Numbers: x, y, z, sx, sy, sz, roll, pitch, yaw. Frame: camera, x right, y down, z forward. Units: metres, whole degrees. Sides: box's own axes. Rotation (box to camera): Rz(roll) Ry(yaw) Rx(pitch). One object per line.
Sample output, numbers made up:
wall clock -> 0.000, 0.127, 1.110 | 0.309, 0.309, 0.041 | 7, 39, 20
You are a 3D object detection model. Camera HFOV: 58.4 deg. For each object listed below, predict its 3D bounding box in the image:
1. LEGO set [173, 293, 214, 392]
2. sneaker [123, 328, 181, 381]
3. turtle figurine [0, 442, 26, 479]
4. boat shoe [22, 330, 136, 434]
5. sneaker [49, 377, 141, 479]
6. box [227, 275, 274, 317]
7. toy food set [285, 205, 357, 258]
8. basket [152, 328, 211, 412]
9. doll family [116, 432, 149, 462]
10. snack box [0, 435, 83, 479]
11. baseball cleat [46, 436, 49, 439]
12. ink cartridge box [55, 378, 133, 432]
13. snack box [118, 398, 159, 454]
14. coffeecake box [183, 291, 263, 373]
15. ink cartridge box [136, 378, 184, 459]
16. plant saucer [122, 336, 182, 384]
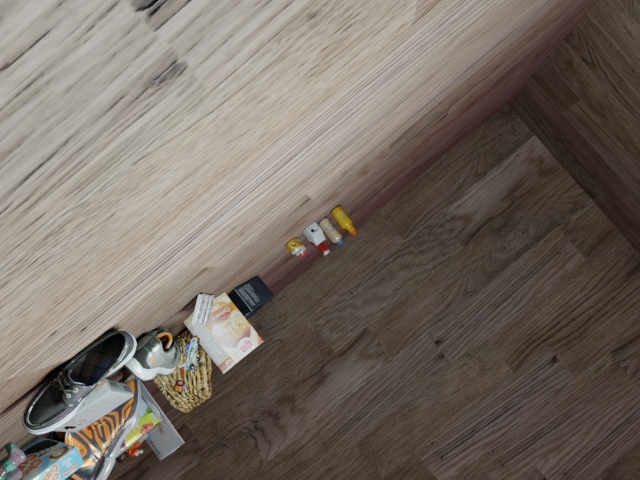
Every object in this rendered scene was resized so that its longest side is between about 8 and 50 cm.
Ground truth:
LEGO set -> -0.330, 0.253, 1.448 | 0.182, 0.060, 0.244 | 96, 6, -83
sneaker -> -0.386, 0.267, 1.396 | 0.108, 0.100, 0.271 | -48, 177, -2
turtle figurine -> -0.743, 0.549, 1.215 | 0.175, 0.118, 0.234 | -42, 180, 32
boat shoe -> -0.420, 0.241, 0.995 | 0.228, 0.080, 0.076 | -39, 169, -21
sneaker -> -0.635, 0.510, 1.614 | 0.124, 0.180, 0.321 | -20, -138, 35
box -> -0.259, 0.212, 1.867 | 0.156, 0.093, 0.158 | -42, 174, 26
toy food set -> 0.000, 0.000, 1.806 | 0.232, 0.104, 0.111 | -37, 175, -31
basket -> -0.405, 0.408, 1.851 | 0.223, 0.213, 0.299 | -38, 175, -13
doll family -> -0.686, 0.608, 1.840 | 0.163, 0.263, 0.118 | -48, 151, -61
snack box -> -0.756, 0.598, 1.360 | 0.187, 0.060, 0.322 | -4, -161, 36
baseball cleat -> -0.811, 0.616, 1.662 | 0.109, 0.072, 0.206 | -26, 174, 14
ink cartridge box -> -0.594, 0.428, 1.480 | 0.179, 0.045, 0.145 | -30, 159, -5
snack box -> -0.631, 0.558, 1.747 | 0.207, 0.174, 0.070 | -35, 170, -39
coffeecake box -> -0.275, 0.261, 1.637 | 0.068, 0.185, 0.142 | -42, 175, 32
ink cartridge box -> -0.551, 0.574, 1.894 | 0.060, 0.275, 0.239 | -32, 172, -47
plant saucer -> -0.478, 0.327, 1.606 | 0.198, 0.036, 0.198 | -39, 175, -4
